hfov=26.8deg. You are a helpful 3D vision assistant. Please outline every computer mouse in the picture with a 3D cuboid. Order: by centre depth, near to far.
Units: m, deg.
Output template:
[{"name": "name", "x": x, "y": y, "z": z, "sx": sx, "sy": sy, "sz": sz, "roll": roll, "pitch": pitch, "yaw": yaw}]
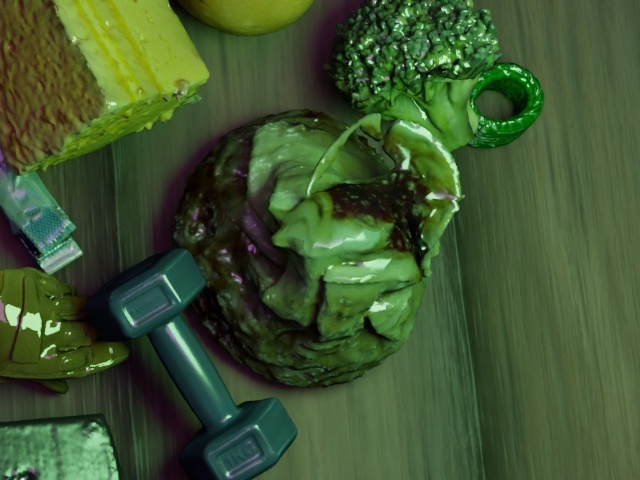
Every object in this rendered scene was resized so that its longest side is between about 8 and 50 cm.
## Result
[{"name": "computer mouse", "x": -0.389, "y": 0.316, "z": 1.730, "sx": 0.269, "sy": 0.100, "sz": 0.170, "roll": -1, "pitch": 70, "yaw": -25}]

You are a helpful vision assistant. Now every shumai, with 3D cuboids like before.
[{"name": "shumai", "x": 0.000, "y": 0.000, "z": 1.775, "sx": 0.395, "sy": 0.348, "sz": 0.395, "roll": 2, "pitch": 83, "yaw": -13}]

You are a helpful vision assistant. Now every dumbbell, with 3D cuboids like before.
[{"name": "dumbbell", "x": -0.167, "y": 0.172, "z": 1.767, "sx": 0.144, "sy": 0.156, "sz": 0.316, "roll": -36, "pitch": 101, "yaw": -32}]

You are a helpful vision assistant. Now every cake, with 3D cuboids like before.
[{"name": "cake", "x": -0.298, "y": -0.247, "z": 1.790, "sx": 0.286, "sy": 0.222, "sz": 0.227, "roll": -27, "pitch": 90, "yaw": -52}]

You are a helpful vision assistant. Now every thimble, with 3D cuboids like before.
[{"name": "thimble", "x": 0.263, "y": -0.202, "z": 2.011, "sx": 0.118, "sy": 0.090, "sz": 0.130, "roll": 43, "pitch": 71, "yaw": 0}]

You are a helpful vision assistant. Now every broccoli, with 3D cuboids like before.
[{"name": "broccoli", "x": 0.151, "y": -0.246, "z": 1.906, "sx": 0.248, "sy": 0.288, "sz": 0.245, "roll": -40, "pitch": 128, "yaw": 7}]

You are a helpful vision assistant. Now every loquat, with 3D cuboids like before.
[{"name": "loquat", "x": -0.100, "y": -0.417, "z": 1.875, "sx": 0.263, "sy": 0.263, "sz": 0.263, "roll": 3, "pitch": 78, "yaw": -14}]

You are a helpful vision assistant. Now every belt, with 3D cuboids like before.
[{"name": "belt", "x": -0.428, "y": -0.091, "z": 1.812, "sx": 0.072, "sy": 0.087, "sz": 0.302, "roll": -35, "pitch": 89, "yaw": -22}]

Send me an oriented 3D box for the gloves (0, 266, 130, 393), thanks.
[{"name": "gloves", "x": -0.407, "y": 0.109, "z": 1.750, "sx": 0.331, "sy": 0.141, "sz": 0.154, "roll": 12, "pitch": 75, "yaw": -12}]
